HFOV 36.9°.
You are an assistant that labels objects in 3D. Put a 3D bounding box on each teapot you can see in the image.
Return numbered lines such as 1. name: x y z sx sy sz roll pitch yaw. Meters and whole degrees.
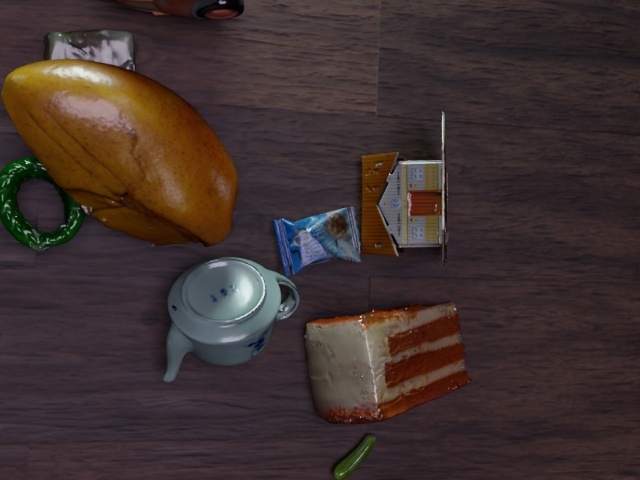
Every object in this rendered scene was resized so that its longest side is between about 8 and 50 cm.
1. teapot: -0.131 0.115 1.376 0.232 0.159 0.159 -27 97 -24

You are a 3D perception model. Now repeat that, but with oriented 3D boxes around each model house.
1. model house: 0.122 -0.075 1.432 0.136 0.207 0.219 -1 92 10

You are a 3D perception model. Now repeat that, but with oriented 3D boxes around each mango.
1. mango: -0.263 -0.124 1.275 0.350 0.201 0.199 40 82 -35

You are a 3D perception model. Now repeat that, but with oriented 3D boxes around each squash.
1. squash: 0.054 0.335 1.476 0.089 0.027 0.027 -41 100 -14

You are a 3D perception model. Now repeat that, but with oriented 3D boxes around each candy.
1. candy: 0.000 0.001 1.455 0.136 0.038 0.088 -10 80 -22

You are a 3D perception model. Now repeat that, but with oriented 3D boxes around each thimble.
1. thimble: -0.385 -0.050 1.321 0.118 0.090 0.130 -6 92 -16

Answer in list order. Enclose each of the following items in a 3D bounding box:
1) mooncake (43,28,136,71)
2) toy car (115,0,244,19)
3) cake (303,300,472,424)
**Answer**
1. mooncake: -0.321 -0.229 1.344 0.125 0.073 0.130 -3 94 -12
2. toy car: -0.221 -0.401 1.289 0.212 0.270 0.180 -4 87 4
3. cake: 0.124 0.173 1.425 0.262 0.159 0.158 -10 90 -16
